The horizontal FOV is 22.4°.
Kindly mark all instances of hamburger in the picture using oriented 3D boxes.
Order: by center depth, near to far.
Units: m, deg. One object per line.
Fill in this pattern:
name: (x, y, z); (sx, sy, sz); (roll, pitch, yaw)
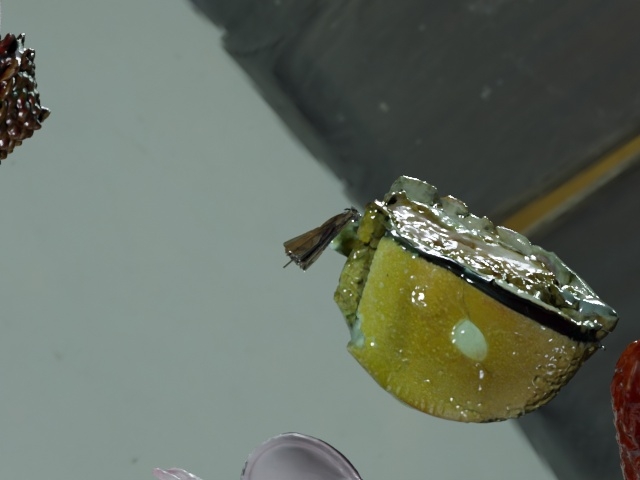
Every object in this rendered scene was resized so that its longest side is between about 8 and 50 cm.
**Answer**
hamburger: (0.125, 0.071, 1.537); (0.288, 0.192, 0.167); (31, 33, 13)

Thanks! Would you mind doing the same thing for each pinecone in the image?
pinecone: (-0.231, -0.093, 1.042); (0.102, 0.109, 0.102); (11, 90, -67)

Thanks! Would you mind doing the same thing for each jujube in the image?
jujube: (0.308, 0.167, 1.384); (0.109, 0.112, 0.176); (-18, 103, -83)

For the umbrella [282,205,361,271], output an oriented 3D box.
umbrella: (-0.001, -0.002, 1.326); (0.083, 0.031, 0.020); (-41, 133, -17)

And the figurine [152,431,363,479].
figurine: (-0.066, 0.314, 1.605); (0.284, 0.315, 0.206); (24, 53, 7)
